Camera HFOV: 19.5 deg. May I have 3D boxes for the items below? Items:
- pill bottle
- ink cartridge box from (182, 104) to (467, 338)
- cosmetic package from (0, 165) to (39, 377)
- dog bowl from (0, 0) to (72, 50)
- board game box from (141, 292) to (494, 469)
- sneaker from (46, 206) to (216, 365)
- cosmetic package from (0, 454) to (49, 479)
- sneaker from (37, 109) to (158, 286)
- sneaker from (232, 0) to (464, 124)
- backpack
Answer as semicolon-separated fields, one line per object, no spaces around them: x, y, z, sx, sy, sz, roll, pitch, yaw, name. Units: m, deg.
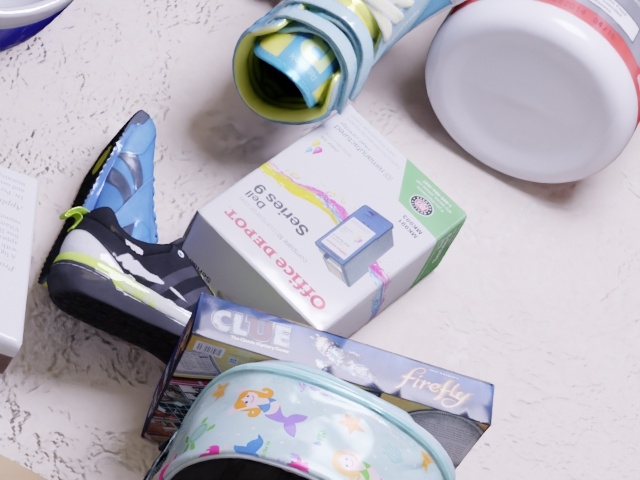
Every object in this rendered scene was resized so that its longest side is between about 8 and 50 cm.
0.261;-0.243;1.844;0.210;0.210;0.363;31;50;2;pill bottle
0.000;0.000;1.637;0.154;0.093;0.212;45;53;12;ink cartridge box
-0.314;0.037;1.411;0.151;0.151;0.184;21;39;-20;cosmetic package
-0.322;-0.304;1.674;0.264;0.104;0.265;10;69;-27;dog bowl
-0.005;0.136;1.487;0.243;0.165;0.042;18;50;-9;board game box
-0.113;0.044;1.521;0.234;0.084;0.097;31;61;-27;sneaker
-0.236;0.206;1.422;0.115;0.041;0.060;27;50;-1;cosmetic package
-0.171;-0.021;1.605;0.082;0.069;0.209;30;49;-14;sneaker
0.048;-0.214;1.645;0.127;0.319;0.208;43;28;-4;sneaker
-0.021;0.202;1.374;0.225;0.253;0.191;25;50;-2;backpack
